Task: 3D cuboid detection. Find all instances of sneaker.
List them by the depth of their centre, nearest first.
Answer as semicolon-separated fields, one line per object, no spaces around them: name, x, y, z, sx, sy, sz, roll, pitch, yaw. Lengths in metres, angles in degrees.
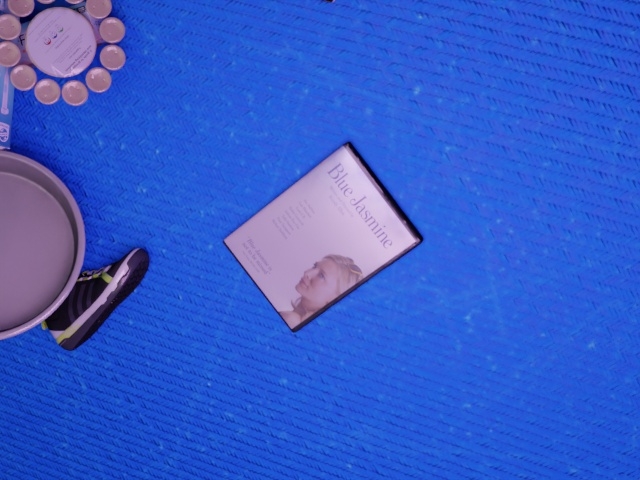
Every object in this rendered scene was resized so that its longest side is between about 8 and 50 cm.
sneaker;-0.369;0.080;1.405;0.097;0.084;0.234;46;111;3

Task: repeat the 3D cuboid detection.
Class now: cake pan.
cake pan;-0.499;0.009;1.320;0.293;0.054;0.293;3;75;-10

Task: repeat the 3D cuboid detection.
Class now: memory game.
memory game;-0.370;-0.284;1.269;0.186;0.012;0.186;-1;95;-12

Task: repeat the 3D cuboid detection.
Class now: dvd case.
dvd case;0.000;0.000;1.310;0.253;0.022;0.180;-37;91;21

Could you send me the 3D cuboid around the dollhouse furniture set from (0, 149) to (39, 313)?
dollhouse furniture set;-0.571;-0.030;1.450;0.286;0.198;0.303;9;75;-8

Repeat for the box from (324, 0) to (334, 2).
box;-0.053;-0.491;1.108;0.257;0.079;0.322;12;110;-23

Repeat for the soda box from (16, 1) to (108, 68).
soda box;-0.406;-0.303;1.336;0.183;0.058;0.063;-13;99;18

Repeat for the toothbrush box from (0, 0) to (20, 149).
toothbrush box;-0.563;-0.284;1.285;0.216;0.126;0.295;1;83;19
